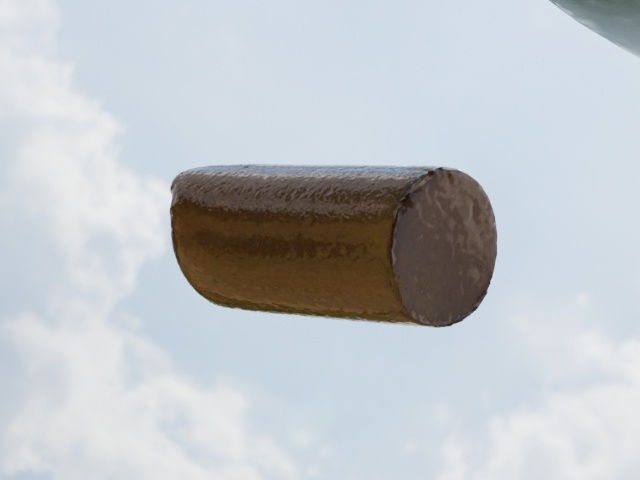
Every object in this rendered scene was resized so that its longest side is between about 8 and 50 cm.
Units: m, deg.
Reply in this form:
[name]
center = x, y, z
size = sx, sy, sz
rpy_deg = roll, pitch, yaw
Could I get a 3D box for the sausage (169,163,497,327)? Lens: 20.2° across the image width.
[sausage]
center = 0.000, 0.000, 1.378
size = 0.253, 0.123, 0.123
rpy_deg = 4, -37, 42

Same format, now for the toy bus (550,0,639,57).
[toy bus]
center = 0.159, -0.087, 0.282
size = 0.256, 0.147, 0.128
rpy_deg = 9, -6, 36
